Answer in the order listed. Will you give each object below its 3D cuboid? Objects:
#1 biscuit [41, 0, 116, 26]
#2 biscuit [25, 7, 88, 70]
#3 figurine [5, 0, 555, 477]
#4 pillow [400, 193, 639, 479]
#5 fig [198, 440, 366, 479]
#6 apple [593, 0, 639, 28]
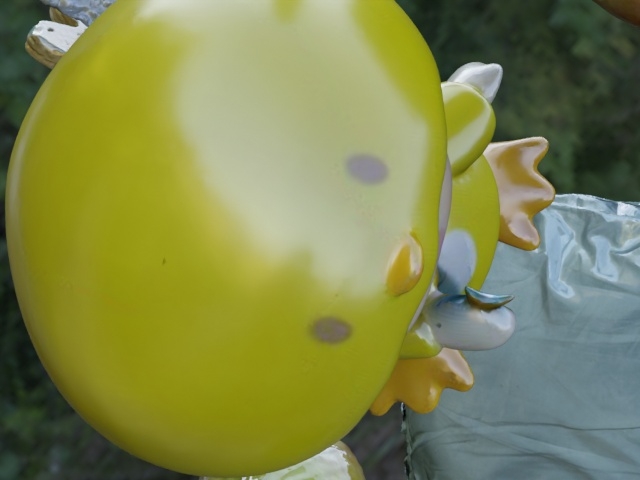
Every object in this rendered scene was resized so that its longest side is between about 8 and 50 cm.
[{"bbox_3d":[-0.096,-0.205,1.651,0.290,0.141,0.038,25,-4,-13],"label":"biscuit"},{"bbox_3d":[-0.177,-0.141,1.665,0.153,0.030,0.234,15,33,-34],"label":"biscuit"},{"bbox_3d":[0.000,0.000,0.866,0.187,0.215,0.344,8,-5,24],"label":"figurine"},{"bbox_3d":[0.171,0.094,1.401,0.283,0.310,0.138,13,32,24],"label":"pillow"},{"bbox_3d":[-0.028,0.226,1.606,0.143,0.160,0.231,32,-9,-7],"label":"fig"},{"bbox_3d":[0.176,-0.190,0.845,0.209,0.209,0.164,43,28,12],"label":"apple"}]
